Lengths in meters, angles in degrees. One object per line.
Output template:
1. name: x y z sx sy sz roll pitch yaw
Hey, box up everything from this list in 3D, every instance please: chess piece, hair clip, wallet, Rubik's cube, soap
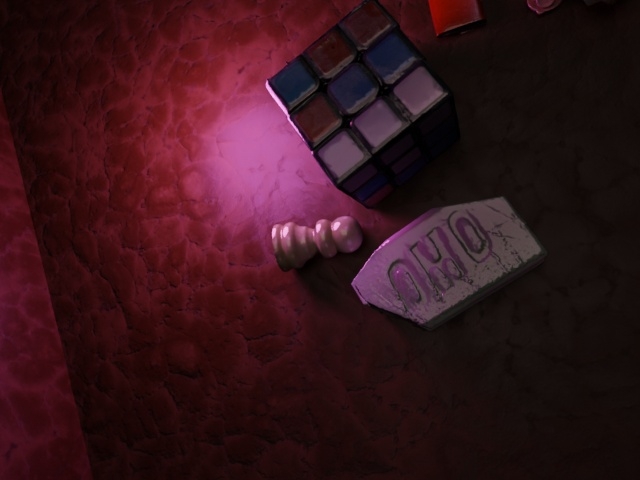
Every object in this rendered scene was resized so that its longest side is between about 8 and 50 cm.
1. chess piece: 0.000 0.000 1.427 0.251 0.144 0.144 -11 79 12
2. hair clip: 0.606 -0.700 1.346 0.123 0.102 0.138 -14 111 19
3. wallet: 0.387 -0.699 1.417 0.142 0.045 0.204 -13 79 16
4. Rubik's cube: 0.129 -0.336 1.297 0.362 0.363 0.359 -36 77 8
5. soap: 0.318 0.063 1.283 0.446 0.156 0.261 -35 73 13

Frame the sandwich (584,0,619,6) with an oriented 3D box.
1. sandwich: 0.702 -0.731 1.235 0.212 0.109 0.292 -8 92 -17
